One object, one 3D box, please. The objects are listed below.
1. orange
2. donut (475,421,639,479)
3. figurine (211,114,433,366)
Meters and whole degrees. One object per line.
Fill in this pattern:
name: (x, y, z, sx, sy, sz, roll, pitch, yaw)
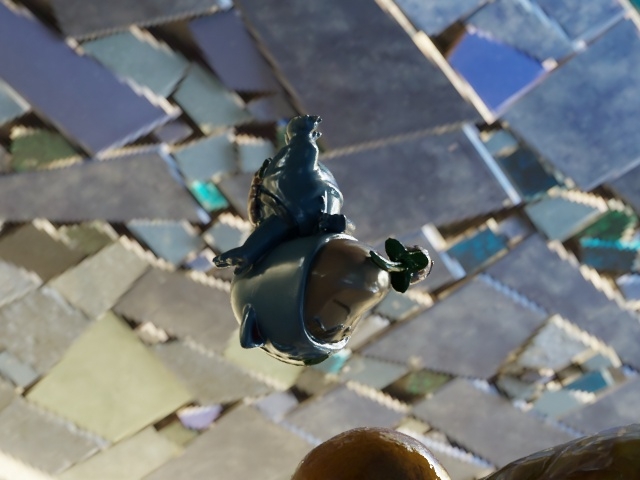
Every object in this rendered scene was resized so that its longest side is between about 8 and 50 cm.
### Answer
orange: (0.038, 0.232, 1.291, 0.156, 0.124, 0.156, -2, 94, -34)
donut: (0.115, 0.133, 0.518, 0.208, 0.261, 0.128, -3, 73, -30)
figurine: (0.005, 0.001, 1.120, 0.114, 0.144, 0.178, 34, 54, -72)
